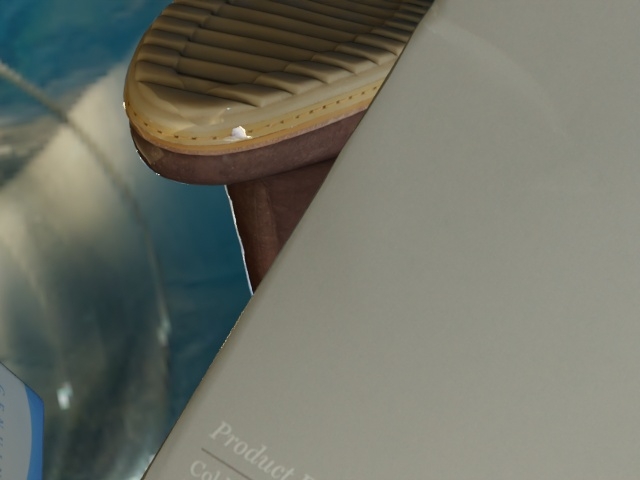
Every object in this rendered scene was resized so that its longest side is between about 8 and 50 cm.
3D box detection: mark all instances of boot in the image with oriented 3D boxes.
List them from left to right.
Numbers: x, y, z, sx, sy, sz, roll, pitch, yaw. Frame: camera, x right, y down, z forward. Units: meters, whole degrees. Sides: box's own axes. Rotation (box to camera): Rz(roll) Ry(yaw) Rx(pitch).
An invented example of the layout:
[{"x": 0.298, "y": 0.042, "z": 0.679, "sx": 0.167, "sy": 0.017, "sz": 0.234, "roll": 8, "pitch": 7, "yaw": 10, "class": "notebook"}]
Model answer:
[{"x": 0.000, "y": 0.000, "z": 0.705, "sx": 0.090, "sy": 0.248, "sz": 0.207, "roll": 20, "pitch": -64, "yaw": 22, "class": "boot"}]

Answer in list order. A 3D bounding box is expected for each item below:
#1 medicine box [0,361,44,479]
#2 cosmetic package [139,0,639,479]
[{"x": -0.316, "y": 0.139, "z": 1.138, "sx": 0.289, "sy": 0.149, "sz": 0.263, "roll": 46, "pitch": 21, "yaw": -33, "class": "medicine box"}, {"x": 0.056, "y": 0.027, "z": 0.359, "sx": 0.127, "sy": 0.238, "sz": 0.107, "roll": 33, "pitch": -3, "yaw": 12, "class": "cosmetic package"}]
